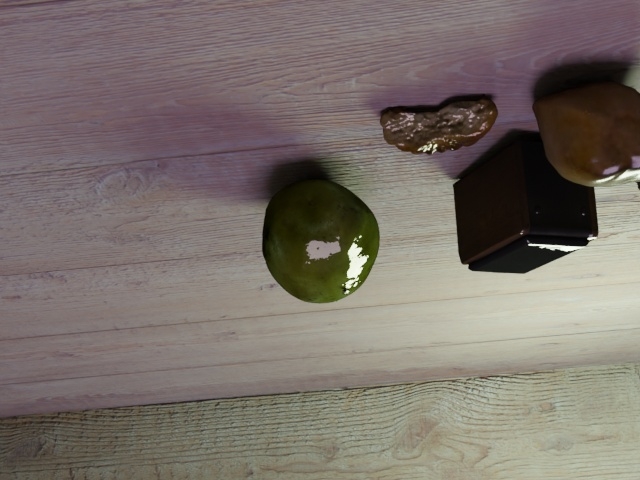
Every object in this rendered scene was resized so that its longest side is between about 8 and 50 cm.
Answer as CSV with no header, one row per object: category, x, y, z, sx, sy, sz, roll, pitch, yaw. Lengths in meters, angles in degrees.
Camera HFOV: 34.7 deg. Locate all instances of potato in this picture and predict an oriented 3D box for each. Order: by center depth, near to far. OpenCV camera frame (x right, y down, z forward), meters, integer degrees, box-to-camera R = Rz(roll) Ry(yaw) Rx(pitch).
potato,-0.002,-0.002,1.850,0.216,0.215,0.304,-6,148,6

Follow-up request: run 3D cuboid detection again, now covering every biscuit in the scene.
biscuit,0.193,-0.173,1.621,0.183,0.061,0.118,-10,161,13

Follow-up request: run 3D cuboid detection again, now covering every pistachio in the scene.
pistachio,0.421,-0.161,1.583,0.213,0.163,0.260,36,179,1

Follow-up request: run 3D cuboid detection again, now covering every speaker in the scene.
speaker,0.351,-0.057,1.793,0.153,0.192,0.231,2,163,-20

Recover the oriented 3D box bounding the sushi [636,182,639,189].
sushi,0.607,-0.110,1.819,0.094,0.098,0.084,-21,157,28
